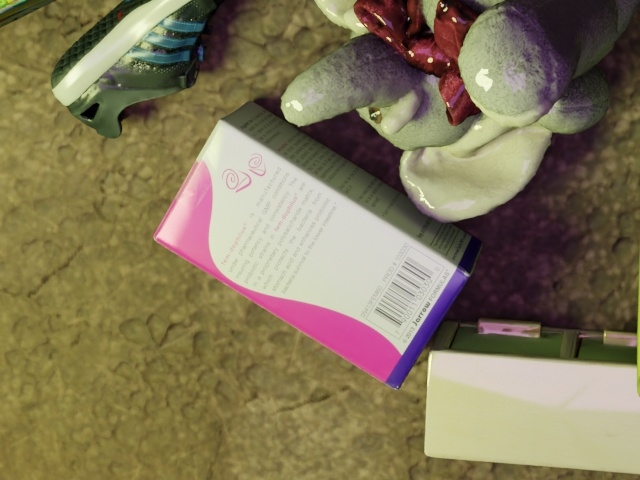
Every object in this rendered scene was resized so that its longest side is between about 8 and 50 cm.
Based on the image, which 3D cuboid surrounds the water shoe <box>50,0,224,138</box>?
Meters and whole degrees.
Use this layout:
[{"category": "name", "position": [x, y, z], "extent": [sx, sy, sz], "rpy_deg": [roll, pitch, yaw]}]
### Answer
[{"category": "water shoe", "position": [-0.116, -0.161, 1.527], "extent": [0.203, 0.073, 0.080], "rpy_deg": [-35, 115, 19]}]

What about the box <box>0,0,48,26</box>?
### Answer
[{"category": "box", "position": [-0.298, -0.224, 1.428], "extent": [0.290, 0.279, 0.177], "rpy_deg": [-23, 97, 13]}]

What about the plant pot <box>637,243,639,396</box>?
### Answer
[{"category": "plant pot", "position": [0.335, -0.018, 1.357], "extent": [0.207, 0.228, 0.227], "rpy_deg": [4, 68, 2]}]

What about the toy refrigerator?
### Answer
[{"category": "toy refrigerator", "position": [0.220, 0.118, 1.498], "extent": [0.269, 0.102, 0.094], "rpy_deg": [3, 102, 10]}]

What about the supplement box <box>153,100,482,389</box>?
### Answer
[{"category": "supplement box", "position": [0.000, 0.000, 1.508], "extent": [0.220, 0.114, 0.111], "rpy_deg": [32, 106, 1]}]

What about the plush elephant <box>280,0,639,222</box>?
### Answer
[{"category": "plush elephant", "position": [0.085, -0.154, 1.395], "extent": [0.255, 0.330, 0.272], "rpy_deg": [-41, 74, 33]}]
